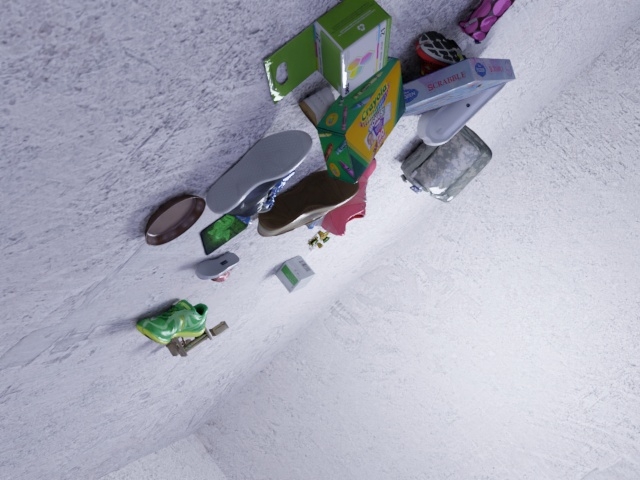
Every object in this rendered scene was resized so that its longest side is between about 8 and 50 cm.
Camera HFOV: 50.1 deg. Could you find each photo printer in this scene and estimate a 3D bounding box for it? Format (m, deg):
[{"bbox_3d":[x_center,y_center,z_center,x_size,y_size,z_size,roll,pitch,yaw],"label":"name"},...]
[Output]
[{"bbox_3d":[0.434,-0.432,2.184,0.307,0.107,0.256,-44,-172,16],"label":"photo printer"}]

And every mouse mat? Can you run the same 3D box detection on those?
[{"bbox_3d":[-0.266,-0.030,1.914,0.153,0.007,0.189,-37,165,-15],"label":"mouse mat"}]

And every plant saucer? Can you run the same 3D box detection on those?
[{"bbox_3d":[-0.344,-0.052,1.597,0.168,0.029,0.168,-38,167,-11],"label":"plant saucer"}]

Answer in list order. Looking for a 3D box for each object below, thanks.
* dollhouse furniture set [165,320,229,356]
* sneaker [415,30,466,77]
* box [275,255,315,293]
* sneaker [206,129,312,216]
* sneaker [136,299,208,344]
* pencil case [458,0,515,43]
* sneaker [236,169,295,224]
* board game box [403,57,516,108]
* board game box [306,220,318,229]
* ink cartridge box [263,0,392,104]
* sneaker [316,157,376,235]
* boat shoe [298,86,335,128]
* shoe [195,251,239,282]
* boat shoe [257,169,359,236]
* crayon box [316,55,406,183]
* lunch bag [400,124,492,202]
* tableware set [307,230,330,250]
[{"bbox_3d":[-0.445,0.313,2.384,0.182,0.101,0.161,-33,-171,-30],"label":"dollhouse furniture set"},{"bbox_3d":[0.317,-0.486,1.869,0.118,0.107,0.279,-38,166,27],"label":"sneaker"},{"bbox_3d":[-0.097,0.131,2.644,0.102,0.101,0.087,-21,156,-50],"label":"box"},{"bbox_3d":[-0.136,-0.161,1.677,0.296,0.104,0.147,-36,168,7],"label":"sneaker"},{"bbox_3d":[-0.452,0.239,2.098,0.296,0.110,0.123,-3,117,-65],"label":"sneaker"},{"bbox_3d":[0.460,-0.633,1.822,0.098,0.095,0.209,-1,139,-44],"label":"pencil case"},{"bbox_3d":[-0.143,-0.123,1.798,0.211,0.081,0.080,-40,164,-10],"label":"sneaker"},{"bbox_3d":[0.337,-0.420,1.901,0.319,0.065,0.318,-15,-177,35],"label":"board game box"},{"bbox_3d":[-0.030,-0.097,2.150,0.020,0.090,0.090,-6,146,-39],"label":"board game box"},{"bbox_3d":[0.018,-0.373,1.432,0.255,0.097,0.189,-39,166,-9],"label":"ink cartridge box"},{"bbox_3d":[0.108,-0.136,2.235,0.314,0.136,0.116,-51,170,-19],"label":"sneaker"},{"bbox_3d":[0.034,-0.297,1.697,0.096,0.098,0.277,-41,165,3],"label":"boat shoe"},{"bbox_3d":[-0.317,0.097,2.044,0.178,0.063,0.081,-28,156,-55],"label":"shoe"},{"bbox_3d":[-0.041,-0.112,2.049,0.341,0.121,0.110,-24,165,-21],"label":"boat shoe"},{"bbox_3d":[0.104,-0.295,1.643,0.278,0.081,0.165,-56,150,-27],"label":"crayon box"},{"bbox_3d":[0.463,-0.310,2.592,0.305,0.212,0.256,-46,148,17],"label":"lunch bag"},{"bbox_3d":[0.000,0.000,2.662,0.104,0.024,0.154,-39,165,-8],"label":"tableware set"}]
